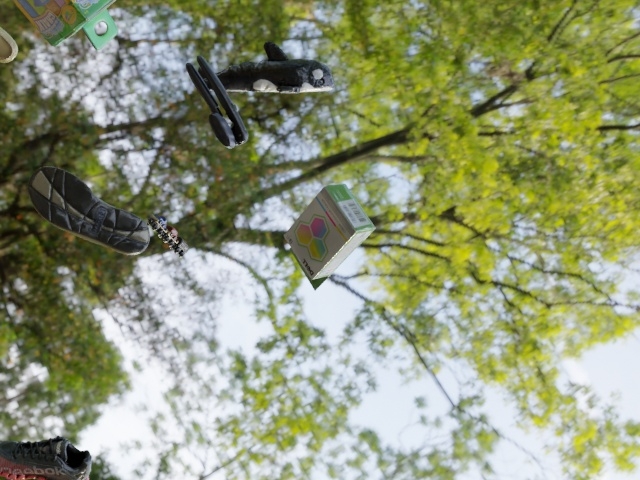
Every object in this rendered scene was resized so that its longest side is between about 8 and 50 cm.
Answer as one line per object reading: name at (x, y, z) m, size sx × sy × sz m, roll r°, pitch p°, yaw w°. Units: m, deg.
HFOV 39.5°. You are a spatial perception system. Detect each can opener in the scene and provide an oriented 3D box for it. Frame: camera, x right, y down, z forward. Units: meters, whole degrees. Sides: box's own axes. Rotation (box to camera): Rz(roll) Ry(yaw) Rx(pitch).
can opener at (-0.190, -0.257, 1.649) m, size 0.073 × 0.059 × 0.186 m, roll 37°, pitch 29°, yaw -85°

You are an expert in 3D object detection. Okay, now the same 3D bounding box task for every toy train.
toy train at (-0.309, -0.011, 1.824) m, size 0.027 × 0.036 × 0.158 m, roll 38°, pitch -10°, yaw 30°

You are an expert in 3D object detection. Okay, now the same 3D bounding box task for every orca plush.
orca plush at (-0.116, -0.366, 1.867) m, size 0.287 × 0.151 × 0.102 m, roll 3°, pitch -75°, yaw 9°

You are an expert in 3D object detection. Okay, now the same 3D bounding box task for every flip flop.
flip flop at (-0.486, -0.055, 1.864) m, size 0.080 × 0.277 × 0.112 m, roll -2°, pitch -117°, yaw 59°

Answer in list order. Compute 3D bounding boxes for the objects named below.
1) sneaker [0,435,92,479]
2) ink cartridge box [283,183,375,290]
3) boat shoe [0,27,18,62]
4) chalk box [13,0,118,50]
sneaker at (-0.676, 0.521, 2.147) m, size 0.135 × 0.276 × 0.097 m, roll -57°, pitch -157°, yaw 27°
ink cartridge box at (0.000, 0.000, 1.690) m, size 0.209 × 0.062 × 0.109 m, roll -48°, pitch -114°, yaw 37°
boat shoe at (-0.516, -0.308, 1.301) m, size 0.056 × 0.153 × 0.048 m, roll -48°, pitch -153°, yaw 10°
chalk box at (-0.425, -0.428, 1.517) m, size 0.132 × 0.132 × 0.213 m, roll -17°, pitch -59°, yaw 45°
